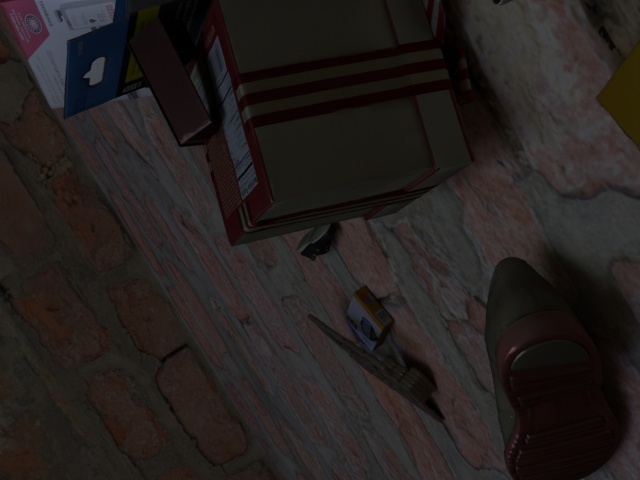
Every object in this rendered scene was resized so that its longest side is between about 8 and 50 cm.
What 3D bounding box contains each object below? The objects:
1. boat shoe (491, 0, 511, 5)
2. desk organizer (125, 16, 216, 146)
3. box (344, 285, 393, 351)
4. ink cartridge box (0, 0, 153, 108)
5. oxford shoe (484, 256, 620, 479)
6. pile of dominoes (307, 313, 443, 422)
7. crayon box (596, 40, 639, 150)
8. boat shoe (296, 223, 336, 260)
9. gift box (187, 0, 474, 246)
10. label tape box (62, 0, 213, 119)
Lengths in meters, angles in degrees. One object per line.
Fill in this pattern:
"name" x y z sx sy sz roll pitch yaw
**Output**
"boat shoe" 0.157 -0.261 0.779 0.035 0.035 0.100 30 146 50
"desk organizer" -0.149 -0.169 0.920 0.050 0.047 0.130 -30 85 28
"box" 0.083 0.141 1.517 0.081 0.028 0.136 50 160 17
"ink cartridge box" -0.338 -0.343 1.408 0.282 0.117 0.207 -4 128 18
"oxford shoe" 0.277 0.176 1.060 0.397 0.140 0.147 74 -175 -46
"pile of dominoes" 0.107 0.216 1.538 0.251 0.040 0.196 30 167 51
"crayon box" 0.353 -0.055 0.556 0.318 0.081 0.202 51 152 15
"boat shoe" 0.001 -0.002 1.476 0.042 0.049 0.133 31 153 -9
"gift box" 0.010 -0.162 0.953 0.255 0.258 0.277 158 99 -70
"label tape box" -0.168 -0.285 1.030 0.106 0.333 0.240 64 159 4
